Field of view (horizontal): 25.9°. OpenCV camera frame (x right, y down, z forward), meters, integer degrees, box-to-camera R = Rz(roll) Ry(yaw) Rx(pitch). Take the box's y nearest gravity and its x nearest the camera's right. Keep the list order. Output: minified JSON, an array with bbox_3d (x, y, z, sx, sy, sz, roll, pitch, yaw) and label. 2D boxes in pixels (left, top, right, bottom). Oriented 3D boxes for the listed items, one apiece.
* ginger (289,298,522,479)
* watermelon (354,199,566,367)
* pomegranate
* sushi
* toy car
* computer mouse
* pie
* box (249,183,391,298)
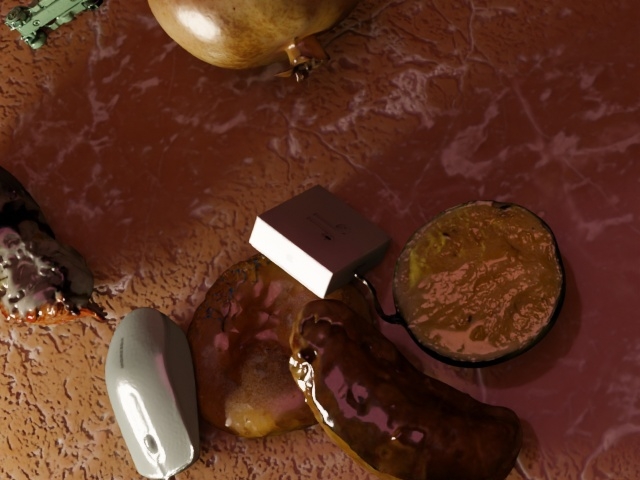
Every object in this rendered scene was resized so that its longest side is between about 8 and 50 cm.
[{"bbox_3d":[0.084,0.210,1.689,0.321,0.165,0.172,32,113,-2],"label":"ginger"},{"bbox_3d":[0.194,0.065,1.726,0.232,0.127,0.204,-34,66,2],"label":"watermelon"},{"bbox_3d":[-0.079,-0.361,1.831,0.319,0.319,0.319,-4,76,16],"label":"pomegranate"},{"bbox_3d":[-0.422,0.008,1.926,0.130,0.124,0.332,-43,67,11],"label":"sushi"},{"bbox_3d":[-0.388,-0.344,2.031,0.143,0.073,0.054,-33,54,7],"label":"toy car"},{"bbox_3d":[-0.226,0.201,1.830,0.128,0.079,0.230,-25,70,41],"label":"computer mouse"},{"bbox_3d":[-0.063,0.136,1.820,0.273,0.069,0.273,-5,71,15],"label":"pie"},{"bbox_3d":[0.000,0.000,1.802,0.129,0.130,0.051,36,131,21],"label":"box"}]
